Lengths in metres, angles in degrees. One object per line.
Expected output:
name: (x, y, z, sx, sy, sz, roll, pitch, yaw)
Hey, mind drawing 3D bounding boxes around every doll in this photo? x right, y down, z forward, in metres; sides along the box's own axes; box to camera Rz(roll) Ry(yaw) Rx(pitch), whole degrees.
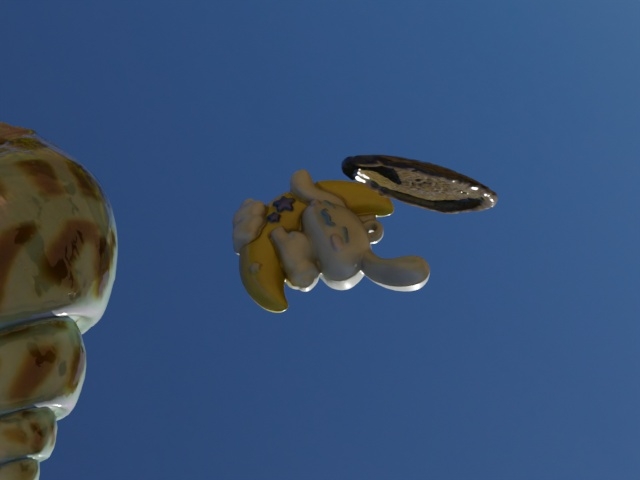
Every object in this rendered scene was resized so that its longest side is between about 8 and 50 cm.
doll: (0.000, 0.000, 1.885, 0.237, 0.111, 0.252, -16, -137, -8)

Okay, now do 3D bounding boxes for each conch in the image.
conch: (-0.304, 0.065, 1.347, 0.249, 0.197, 0.368, -4, -87, -26)

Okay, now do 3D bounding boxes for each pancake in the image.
pancake: (0.121, -0.069, 1.714, 0.199, 0.199, 0.021, 21, -103, -28)
